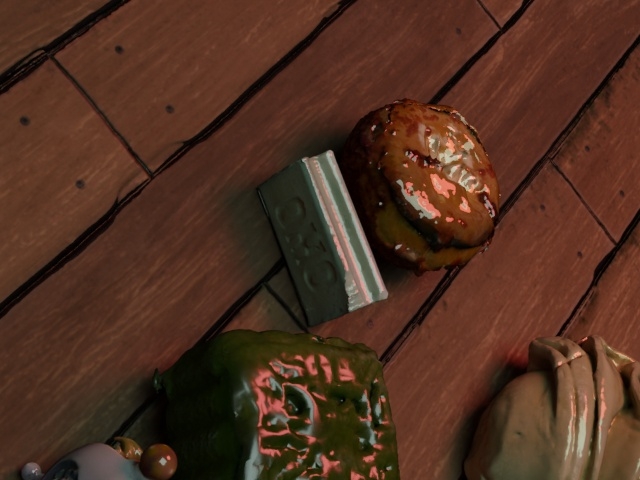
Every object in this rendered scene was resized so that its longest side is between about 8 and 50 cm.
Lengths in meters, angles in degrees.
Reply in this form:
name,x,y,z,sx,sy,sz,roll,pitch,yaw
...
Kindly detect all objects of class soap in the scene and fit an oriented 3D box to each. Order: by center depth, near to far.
name,x,y,z,sx,sy,sz,roll,pitch,yaw
soap,0.000,0.000,1.432,0.063,0.114,0.198,-18,83,-37

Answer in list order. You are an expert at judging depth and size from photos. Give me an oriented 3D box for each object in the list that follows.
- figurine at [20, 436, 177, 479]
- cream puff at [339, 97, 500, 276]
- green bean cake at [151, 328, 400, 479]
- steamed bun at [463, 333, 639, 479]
name,x,y,z,sx,sy,sz,roll,pitch,yaw
figurine,-0.203,0.311,1.114,0.133,0.194,0.274,17,34,-34
cream puff,0.127,-0.066,1.515,0.240,0.164,0.240,27,47,-33
green bean cake,-0.038,0.231,1.260,0.247,0.156,0.249,12,65,-38
steamed bun,0.358,0.256,1.530,0.289,0.203,0.276,19,64,-28
